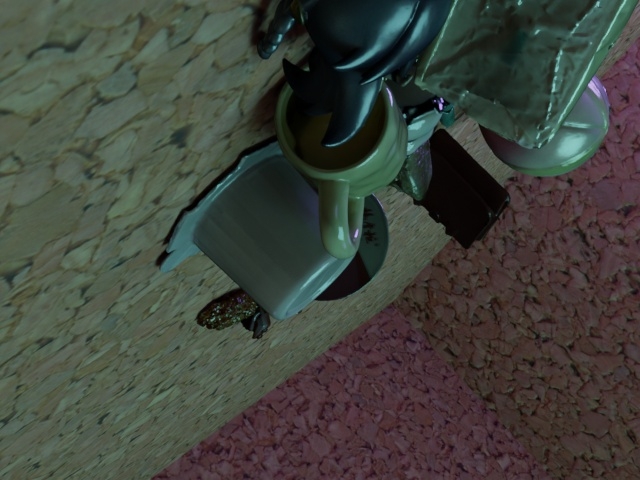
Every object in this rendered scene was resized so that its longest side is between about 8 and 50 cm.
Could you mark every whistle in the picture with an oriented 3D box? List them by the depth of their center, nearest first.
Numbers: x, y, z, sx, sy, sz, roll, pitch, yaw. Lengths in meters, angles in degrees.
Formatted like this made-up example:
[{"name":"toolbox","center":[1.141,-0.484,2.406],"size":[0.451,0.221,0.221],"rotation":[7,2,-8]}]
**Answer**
[{"name":"whistle","center":[0.274,-0.286,1.910],"size":[0.039,0.039,0.186],"rotation":[-43,169,2]}]

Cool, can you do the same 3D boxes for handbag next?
[{"name":"handbag","center":[0.324,-0.118,2.138],"size":[0.084,0.260,0.275],"rotation":[-41,170,-19]}]

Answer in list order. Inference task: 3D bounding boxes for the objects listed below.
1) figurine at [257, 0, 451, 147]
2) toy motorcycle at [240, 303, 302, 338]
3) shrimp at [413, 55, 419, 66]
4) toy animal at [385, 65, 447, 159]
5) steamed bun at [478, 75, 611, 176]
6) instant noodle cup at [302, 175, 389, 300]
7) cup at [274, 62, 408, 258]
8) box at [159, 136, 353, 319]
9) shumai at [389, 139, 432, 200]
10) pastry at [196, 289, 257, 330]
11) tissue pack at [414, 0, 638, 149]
[{"name":"figurine","center":[0.042,-0.238,1.001],"size":[0.197,0.175,0.265],"rotation":[-20,148,-50]},{"name":"toy motorcycle","center":[-0.112,0.156,2.033],"size":[0.084,0.118,0.212],"rotation":[-13,150,-50]},{"name":"shrimp","center":[0.172,-0.344,1.321],"size":[0.145,0.061,0.267],"rotation":[-48,169,-24]},{"name":"toy animal","center":[0.136,-0.209,1.479],"size":[0.166,0.138,0.179],"rotation":[-19,154,-23]},{"name":"steamed bun","center":[0.497,-0.298,2.058],"size":[0.309,0.309,0.309],"rotation":[-40,168,-10]},{"name":"instant noodle cup","center":[0.000,0.000,1.628],"size":[0.235,0.235,0.178],"rotation":[-41,178,-8]},{"name":"cup","center":[0.049,-0.117,1.240],"size":[0.173,0.255,0.202],"rotation":[-24,169,7]},{"name":"box","center":[-0.086,0.013,1.380],"size":[0.291,0.206,0.262],"rotation":[-44,168,-4]},{"name":"shumai","center":[0.153,-0.176,1.741],"size":[0.120,0.201,0.201],"rotation":[-3,-177,21]},{"name":"pastry","center":[-0.193,0.155,1.897],"size":[0.087,0.063,0.169],"rotation":[-47,169,33]},{"name":"tissue pack","center":[0.294,-0.343,1.086],"size":[0.380,0.207,0.297],"rotation":[-55,171,-44]}]
